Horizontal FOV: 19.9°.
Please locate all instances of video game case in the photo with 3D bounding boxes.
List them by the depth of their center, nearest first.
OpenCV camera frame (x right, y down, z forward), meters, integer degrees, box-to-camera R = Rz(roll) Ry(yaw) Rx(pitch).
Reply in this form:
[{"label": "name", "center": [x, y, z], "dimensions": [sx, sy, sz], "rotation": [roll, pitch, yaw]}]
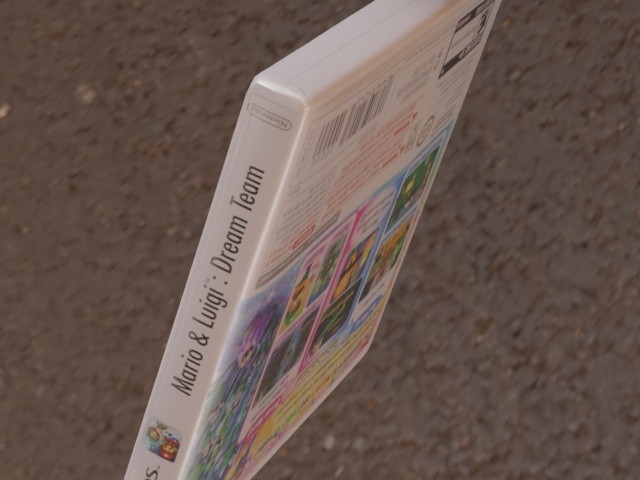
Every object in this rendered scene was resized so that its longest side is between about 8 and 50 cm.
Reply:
[{"label": "video game case", "center": [0.000, 0.000, 0.495], "dimensions": [0.019, 0.157, 0.143], "rotation": [26, 118, 12]}]
